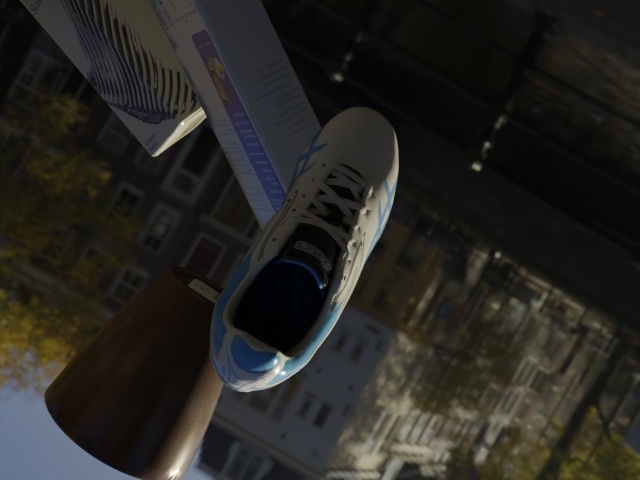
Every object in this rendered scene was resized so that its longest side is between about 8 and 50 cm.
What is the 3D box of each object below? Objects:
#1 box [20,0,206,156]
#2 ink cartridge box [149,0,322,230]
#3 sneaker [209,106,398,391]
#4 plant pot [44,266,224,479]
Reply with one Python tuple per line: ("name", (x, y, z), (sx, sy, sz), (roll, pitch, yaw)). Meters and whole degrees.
("box", (-0.235, -0.241, 1.313), (0.275, 0.094, 0.113), (49, 147, -2))
("ink cartridge box", (-0.060, -0.117, 1.078), (0.332, 0.065, 0.165), (66, 164, -12))
("sneaker", (0.000, 0.000, 0.794), (0.085, 0.237, 0.086), (32, 155, -10))
("plant pot", (-0.206, 0.158, 1.478), (0.215, 0.230, 0.215), (33, -171, -6))
